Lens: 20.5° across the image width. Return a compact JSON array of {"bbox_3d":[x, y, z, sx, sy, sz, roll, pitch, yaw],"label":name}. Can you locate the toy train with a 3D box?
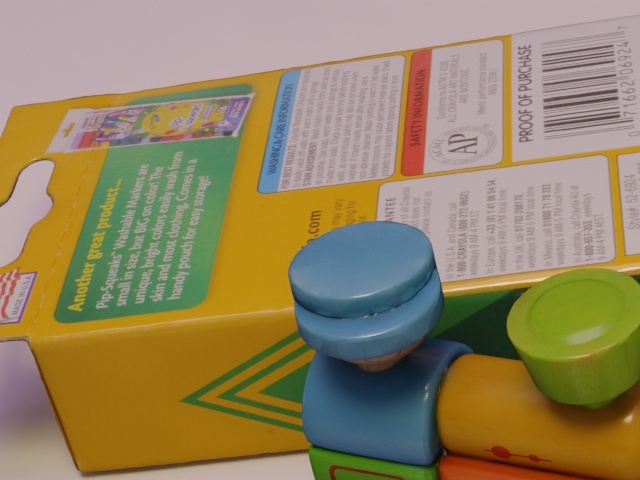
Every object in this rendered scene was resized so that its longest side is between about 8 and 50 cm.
[{"bbox_3d":[0.105,0.072,0.615,0.248,0.143,0.105,7,40,29],"label":"toy train"}]

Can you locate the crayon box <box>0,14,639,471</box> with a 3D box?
[{"bbox_3d":[0.000,0.000,0.812,0.323,0.083,0.203,-7,35,11],"label":"crayon box"}]
